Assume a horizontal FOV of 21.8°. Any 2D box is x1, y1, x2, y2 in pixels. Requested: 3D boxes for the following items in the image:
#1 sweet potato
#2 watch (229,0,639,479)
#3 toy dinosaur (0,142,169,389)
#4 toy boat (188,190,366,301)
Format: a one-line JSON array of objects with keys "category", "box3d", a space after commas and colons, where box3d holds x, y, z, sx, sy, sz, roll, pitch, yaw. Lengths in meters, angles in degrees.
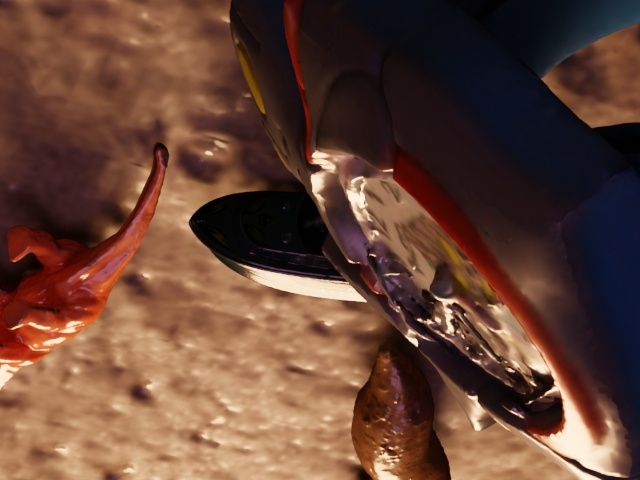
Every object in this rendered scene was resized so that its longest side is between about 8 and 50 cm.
[{"category": "sweet potato", "box3d": [0.050, 0.134, 1.022, 0.065, 0.051, 0.218, 0, 137, -1]}, {"category": "watch", "box3d": [0.121, -0.076, 0.703, 0.274, 0.305, 0.241, -36, 139, -10]}, {"category": "toy dinosaur", "box3d": [-0.169, 0.046, 0.911, 0.279, 0.055, 0.101, -35, 151, 26]}, {"category": "toy boat", "box3d": [0.000, 0.000, 0.876, 0.141, 0.055, 0.060, 7, 143, -10]}]
